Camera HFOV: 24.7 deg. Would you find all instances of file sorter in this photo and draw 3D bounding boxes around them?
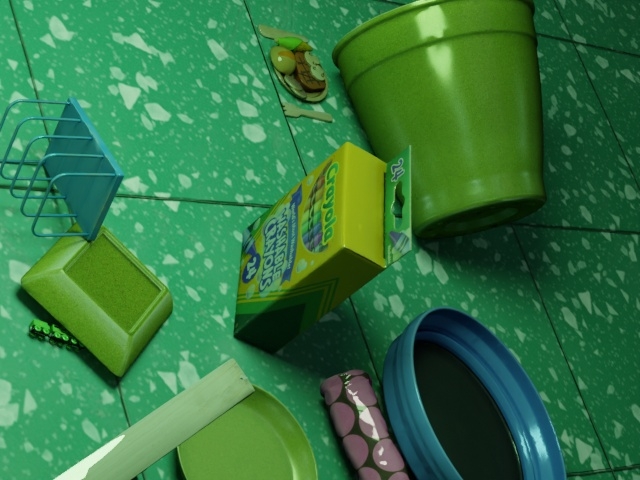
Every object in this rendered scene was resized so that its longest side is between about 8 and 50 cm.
[{"bbox_3d":[-0.363,-0.099,1.982,0.104,0.118,0.170,0,42,-40],"label":"file sorter"}]

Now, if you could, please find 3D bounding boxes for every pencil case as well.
[{"bbox_3d":[0.069,0.298,2.156,0.098,0.095,0.209,39,28,-64],"label":"pencil case"}]

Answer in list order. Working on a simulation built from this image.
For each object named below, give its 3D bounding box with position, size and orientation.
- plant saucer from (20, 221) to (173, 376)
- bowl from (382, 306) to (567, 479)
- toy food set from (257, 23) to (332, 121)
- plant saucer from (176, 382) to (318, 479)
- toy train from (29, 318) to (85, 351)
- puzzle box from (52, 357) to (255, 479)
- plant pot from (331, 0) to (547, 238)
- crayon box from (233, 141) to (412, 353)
[{"bbox_3d":[-0.292,0.065,2.002,0.188,0.045,0.188,45,33,-8],"label":"plant saucer"},{"bbox_3d":[0.242,0.292,2.294,0.391,0.077,0.391,37,35,-32],"label":"bowl"},{"bbox_3d":[-0.033,-0.300,2.560,0.132,0.038,0.192,6,57,-42],"label":"toy food set"},{"bbox_3d":[-0.108,0.307,2.017,0.241,0.037,0.241,26,45,-29],"label":"plant saucer"},{"bbox_3d":[-0.349,0.125,1.938,0.083,0.017,0.023,23,36,-32],"label":"toy train"},{"bbox_3d":[-0.278,0.288,1.678,0.052,0.272,0.409,54,39,3],"label":"puzzle box"},{"bbox_3d":[0.235,-0.199,2.541,0.366,0.366,0.353,-1,74,-45],"label":"plant pot"},{"bbox_3d":[0.000,0.000,2.132,0.083,0.323,0.203,28,44,-27],"label":"crayon box"}]
